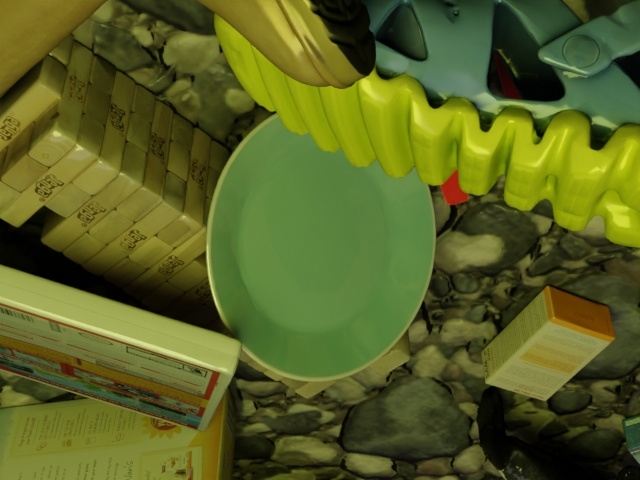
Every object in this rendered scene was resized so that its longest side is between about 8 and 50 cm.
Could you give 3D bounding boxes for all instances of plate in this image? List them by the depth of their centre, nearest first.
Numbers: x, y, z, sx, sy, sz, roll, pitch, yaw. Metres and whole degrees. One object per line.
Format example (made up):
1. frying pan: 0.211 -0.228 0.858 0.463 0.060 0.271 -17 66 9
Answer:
1. plate: 0.000 0.000 0.771 0.188 0.188 0.024 35 165 -32

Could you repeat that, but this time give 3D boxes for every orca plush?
1. orca plush: 0.241 0.227 1.066 0.102 0.151 0.287 -41 112 -2

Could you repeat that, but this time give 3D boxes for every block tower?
1. block tower: -0.082 -0.003 0.805 0.335 0.091 0.097 34 128 -31

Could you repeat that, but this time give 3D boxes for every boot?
1. boot: -0.132 -0.128 0.629 0.270 0.089 0.236 -30 92 26

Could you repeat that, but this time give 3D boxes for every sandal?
1. sandal: 0.093 -0.102 0.684 0.318 0.138 0.126 19 165 4

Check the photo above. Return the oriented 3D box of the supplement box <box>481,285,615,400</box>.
1. supplement box: 0.185 0.085 0.943 0.062 0.036 0.098 19 134 -20

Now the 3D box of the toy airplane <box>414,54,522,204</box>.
1. toy airplane: 0.125 -0.075 0.766 0.151 0.028 0.151 -5 132 -6

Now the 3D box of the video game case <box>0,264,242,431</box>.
1. video game case: -0.168 0.080 0.826 0.204 0.025 0.285 18 161 -4

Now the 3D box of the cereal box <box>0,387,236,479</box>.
1. cereal box: -0.195 0.210 0.972 0.240 0.173 0.047 -8 133 8

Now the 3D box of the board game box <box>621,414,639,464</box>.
1. board game box: 0.385 0.208 1.080 0.136 0.035 0.201 -23 133 22
